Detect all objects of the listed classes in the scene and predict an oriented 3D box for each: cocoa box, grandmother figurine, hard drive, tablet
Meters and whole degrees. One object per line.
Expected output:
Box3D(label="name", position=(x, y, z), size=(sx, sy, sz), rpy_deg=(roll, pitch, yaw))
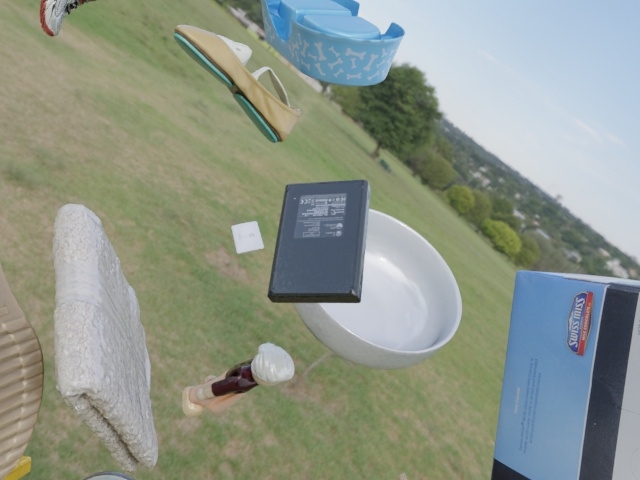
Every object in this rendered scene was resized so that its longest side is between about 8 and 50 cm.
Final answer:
Box3D(label="cocoa box", position=(0.371, 0.222, 0.703), size=(0.231, 0.347, 0.228), rpy_deg=(6, 2, -30))
Box3D(label="grandmother figurine", position=(-0.171, 0.307, 1.305), size=(0.208, 0.342, 0.104), rpy_deg=(-32, 90, -44))
Box3D(label="hard drive", position=(0.000, 0.000, 0.615), size=(0.022, 0.094, 0.135), rpy_deg=(63, 30, -57))
Box3D(label="tablet", position=(-0.147, -0.007, 1.189), size=(0.006, 0.054, 0.083), rpy_deg=(87, -13, -45))

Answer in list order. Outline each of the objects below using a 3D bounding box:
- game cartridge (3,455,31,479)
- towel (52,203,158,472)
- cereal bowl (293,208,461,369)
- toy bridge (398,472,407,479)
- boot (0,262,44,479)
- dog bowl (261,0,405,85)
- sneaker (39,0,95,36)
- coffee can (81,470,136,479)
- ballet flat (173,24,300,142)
Box3D(label="game cartridge", position=(-0.819, 0.509, 1.247), size=(0.285, 0.053, 0.324), rpy_deg=(2, -3, -1))
Box3D(label="towel", position=(-0.214, 0.116, 0.611), size=(0.282, 0.049, 0.187), rpy_deg=(96, -20, -57))
Box3D(label="cereal bowl", position=(0.087, 0.101, 1.116), size=(0.338, 0.141, 0.339), rpy_deg=(15, 44, -15))
Box3D(label="toy bridge", position=(0.106, 0.564, 1.278), size=(0.026, 0.188, 0.063), rpy_deg=(-111, 179, -69))
Box3D(label="boot", position=(-0.336, 0.077, 0.515), size=(0.206, 0.249, 0.090), rpy_deg=(-5, 2, 38))
Box3D(label="dog bowl", position=(0.008, -0.318, 0.911), size=(0.165, 0.074, 0.297), rpy_deg=(-8, 36, -24))
Box3D(label="sneaker", position=(-0.423, -0.458, 1.050), size=(0.092, 0.225, 0.088), rpy_deg=(31, -12, -28))
Box3D(label="coffee can", position=(-0.490, 0.639, 1.257), size=(0.201, 0.201, 0.275), rpy_deg=(39, -5, -2))
Box3D(label="ballet flat", position=(-0.113, -0.239, 0.856), size=(0.080, 0.073, 0.232), rpy_deg=(35, -7, 49))
